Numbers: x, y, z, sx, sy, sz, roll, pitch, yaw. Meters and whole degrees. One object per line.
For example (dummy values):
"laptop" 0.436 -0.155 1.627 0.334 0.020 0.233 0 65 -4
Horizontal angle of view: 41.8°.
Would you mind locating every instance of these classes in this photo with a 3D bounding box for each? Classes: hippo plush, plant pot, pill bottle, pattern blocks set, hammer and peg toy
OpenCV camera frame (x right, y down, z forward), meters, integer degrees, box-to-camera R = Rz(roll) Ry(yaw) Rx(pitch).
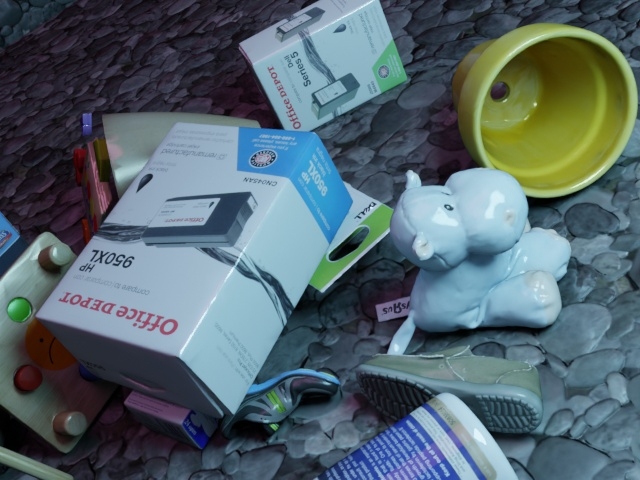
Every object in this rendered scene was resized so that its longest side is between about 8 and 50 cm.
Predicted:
"hippo plush" 0.180 -0.006 1.145 0.294 0.236 0.234 -17 40 13
"plant pot" 0.321 -0.218 1.317 0.254 0.254 0.239 -28 23 0
"plant pot" -0.237 -0.131 1.552 0.274 0.256 0.256 -12 38 -10
"pill bottle" 0.078 0.301 0.933 0.265 0.153 0.153 -32 39 -7
"pattern blocks set" -0.424 -0.087 1.589 0.026 0.285 0.324 -4 66 -24
"hammer and peg toy" -0.436 0.200 1.281 0.127 0.266 0.361 -15 36 50

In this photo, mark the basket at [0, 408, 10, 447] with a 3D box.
"basket" -0.573 0.328 1.289 0.205 0.154 0.226 -16 37 13

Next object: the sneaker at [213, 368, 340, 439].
"sneaker" -0.059 0.232 1.172 0.188 0.067 0.078 -19 61 8

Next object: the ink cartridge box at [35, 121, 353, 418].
"ink cartridge box" -0.174 0.025 1.230 0.286 0.166 0.394 9 56 33

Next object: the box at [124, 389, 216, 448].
"box" -0.195 0.221 1.244 0.126 0.072 0.137 9 52 37

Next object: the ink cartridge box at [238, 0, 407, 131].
"ink cartridge box" 0.006 -0.353 1.660 0.273 0.198 0.114 -29 40 -1

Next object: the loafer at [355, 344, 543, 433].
"loafer" 0.166 0.185 1.074 0.251 0.094 0.087 5 37 28

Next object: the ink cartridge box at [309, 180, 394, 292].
"ink cartridge box" 0.000 0.000 1.359 0.189 0.097 0.255 -41 44 -17

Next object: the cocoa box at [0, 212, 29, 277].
"cocoa box" -0.764 0.072 1.611 0.232 0.228 0.347 16 56 41
